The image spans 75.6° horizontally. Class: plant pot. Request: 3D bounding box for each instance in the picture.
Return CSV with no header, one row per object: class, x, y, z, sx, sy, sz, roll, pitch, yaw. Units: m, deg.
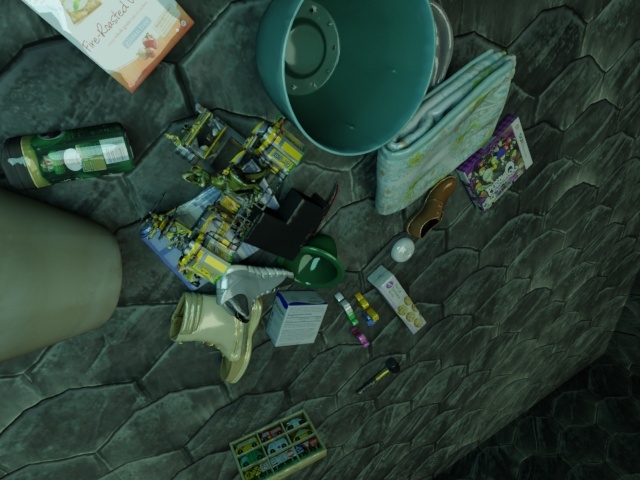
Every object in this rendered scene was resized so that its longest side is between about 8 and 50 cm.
plant pot,0.017,-0.332,0.742,0.292,0.235,0.293,-16,126,-24
plant pot,-0.486,0.053,0.636,0.280,0.323,0.323,6,115,-53

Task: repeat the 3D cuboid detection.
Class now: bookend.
bookend,-0.089,-0.054,0.905,0.157,0.072,0.156,24,106,-41

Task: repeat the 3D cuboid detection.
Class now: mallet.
mallet,0.208,0.502,1.518,0.189,0.039,0.062,-31,131,-9

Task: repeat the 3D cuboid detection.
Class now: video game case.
video game case,0.541,-0.230,1.272,0.232,0.042,0.210,-45,131,-1

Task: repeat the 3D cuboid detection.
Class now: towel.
towel,-0.219,-0.028,0.913,0.285,0.034,0.209,-35,133,-8
towel,0.286,-0.237,0.991,0.374,0.090,0.320,-37,157,-8

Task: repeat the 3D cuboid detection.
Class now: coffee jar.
coffee jar,-0.410,-0.139,0.677,0.184,0.096,0.079,-16,123,-23

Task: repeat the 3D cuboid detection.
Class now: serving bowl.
serving bowl,0.257,0.033,1.261,0.083,0.027,0.083,-17,126,-24

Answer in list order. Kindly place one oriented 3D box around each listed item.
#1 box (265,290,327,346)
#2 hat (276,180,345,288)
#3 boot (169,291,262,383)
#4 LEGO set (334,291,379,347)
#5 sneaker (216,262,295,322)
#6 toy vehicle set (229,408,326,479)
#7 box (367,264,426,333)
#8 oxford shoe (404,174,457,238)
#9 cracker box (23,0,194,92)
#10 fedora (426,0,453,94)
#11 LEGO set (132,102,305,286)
box,-0.067,0.212,1.132,0.126,0.072,0.137,4,116,-34
hat,0.000,0.000,1.075,0.208,0.184,0.173,-22,130,38
boot,-0.266,0.240,1.005,0.203,0.095,0.262,5,113,-35
LEGO set,0.133,0.239,1.263,0.087,0.093,0.227,-35,131,-10
sneaker,-0.155,0.126,0.967,0.228,0.086,0.132,11,77,-46
toy vehicle set,-0.134,0.658,1.302,0.266,0.166,0.035,-16,126,-25
box,0.253,0.199,1.337,0.067,0.063,0.324,-43,132,-5
oxford shoe,0.339,-0.093,1.206,0.076,0.076,0.212,29,98,-39
cracker box,-0.331,-0.363,0.610,0.156,0.067,0.232,-48,131,1
fedora,0.196,-0.400,0.880,0.243,0.124,0.276,-24,129,-11
LEGO set,-0.202,-0.103,0.713,0.192,0.255,0.331,36,89,-23
